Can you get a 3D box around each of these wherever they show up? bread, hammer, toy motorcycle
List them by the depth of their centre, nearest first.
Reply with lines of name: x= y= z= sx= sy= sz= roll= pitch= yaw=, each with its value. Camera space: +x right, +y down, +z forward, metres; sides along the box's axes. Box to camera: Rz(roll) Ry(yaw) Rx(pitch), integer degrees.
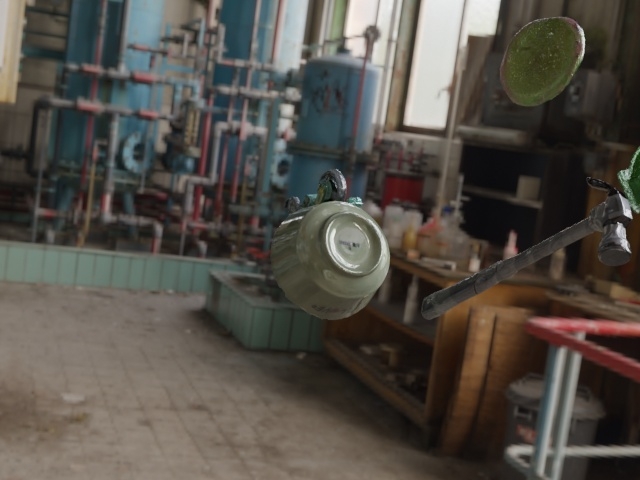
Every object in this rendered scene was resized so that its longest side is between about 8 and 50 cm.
hammer: x=0.303 y=0.042 z=1.443 sx=0.044 sy=0.152 sz=0.427 roll=30 pitch=-42 yaw=-25
toy motorcycle: x=0.001 y=-0.001 z=1.939 sx=0.109 sy=0.297 sz=0.198 roll=-3 pitch=43 yaw=-32
bread: x=0.503 y=-0.418 z=2.132 sx=0.033 sy=0.229 sz=0.228 roll=21 pitch=-3 yaw=-38

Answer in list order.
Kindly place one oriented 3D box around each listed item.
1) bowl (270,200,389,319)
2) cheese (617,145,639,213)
bowl: x=0.032 y=0.021 z=1.583 sx=0.211 sy=0.212 sz=0.112 roll=5 pitch=-22 yaw=-25
cheese: x=0.600 y=-0.082 z=1.396 sx=0.320 sy=0.204 sz=0.083 roll=-5 pitch=-29 yaw=-13
